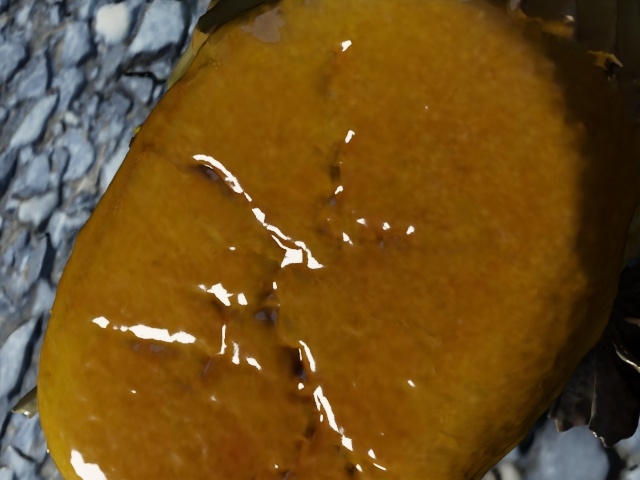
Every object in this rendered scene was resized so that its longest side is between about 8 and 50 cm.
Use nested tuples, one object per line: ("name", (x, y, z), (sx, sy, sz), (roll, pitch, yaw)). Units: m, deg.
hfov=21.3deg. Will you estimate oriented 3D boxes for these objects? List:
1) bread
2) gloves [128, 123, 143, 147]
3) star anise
("bread", (0.012, 0.005, 0.809), (0.388, 0.236, 0.183), (-61, 4, 32))
("gloves", (0.010, -0.156, 0.980), (0.133, 0.116, 0.294), (25, 84, 31))
("star anise", (0.141, 0.052, 0.818), (0.129, 0.056, 0.124), (-29, 32, 38))
